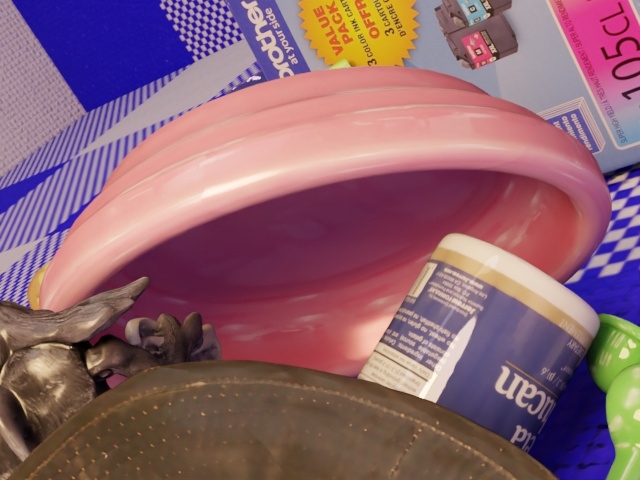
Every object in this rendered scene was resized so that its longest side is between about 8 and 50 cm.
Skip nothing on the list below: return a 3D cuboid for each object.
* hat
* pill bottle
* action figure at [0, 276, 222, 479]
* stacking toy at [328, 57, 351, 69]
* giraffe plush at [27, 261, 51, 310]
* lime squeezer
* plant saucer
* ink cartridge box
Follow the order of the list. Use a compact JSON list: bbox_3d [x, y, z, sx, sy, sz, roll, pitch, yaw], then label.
[{"bbox_3d":[-0.024,0.200,0.405,0.331,0.134,0.331,-18,44,18],"label":"hat"},{"bbox_3d":[0.062,0.090,0.590,0.169,0.094,0.094,-59,21,-4],"label":"pill bottle"},{"bbox_3d":[-0.111,0.114,0.573,0.164,0.275,0.141,-32,15,-1],"label":"action figure"},{"bbox_3d":[0.000,-0.019,0.900,0.167,0.221,0.052,-30,-18,5],"label":"stacking toy"},{"bbox_3d":[-0.136,0.082,0.940,0.210,0.181,0.170,-40,-6,12],"label":"giraffe plush"},{"bbox_3d":[0.151,0.091,0.597,0.110,0.059,0.310,-58,7,26],"label":"lime squeezer"},{"bbox_3d":[0.000,0.000,0.683,0.332,0.084,0.332,-11,-24,-5],"label":"plant saucer"},{"bbox_3d":[0.104,-0.163,0.977,0.396,0.270,0.151,-18,17,38],"label":"ink cartridge box"}]
